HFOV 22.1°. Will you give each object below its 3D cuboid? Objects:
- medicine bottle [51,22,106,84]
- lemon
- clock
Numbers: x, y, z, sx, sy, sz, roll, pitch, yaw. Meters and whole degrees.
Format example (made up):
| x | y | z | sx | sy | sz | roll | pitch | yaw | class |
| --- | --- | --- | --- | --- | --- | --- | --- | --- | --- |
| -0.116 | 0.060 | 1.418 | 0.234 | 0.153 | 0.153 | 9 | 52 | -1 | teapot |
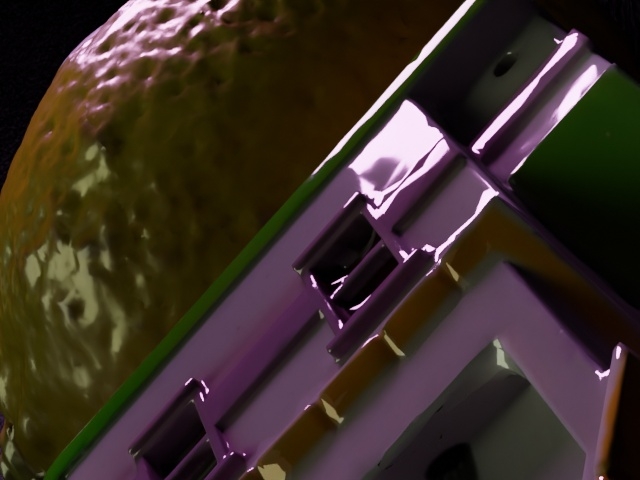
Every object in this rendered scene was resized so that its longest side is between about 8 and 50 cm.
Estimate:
| x | y | z | sx | sy | sz | roll | pitch | yaw | class |
| --- | --- | --- | --- | --- | --- | --- | --- | --- | --- |
| 0.004 | 0.018 | 0.950 | 0.256 | 0.256 | 0.325 | -104 | -3 | -63 | medicine bottle |
| 0.000 | 0.000 | 0.654 | 0.253 | 0.310 | 0.253 | 55 | 172 | 12 | lemon |
| 0.063 | 0.103 | 0.400 | 0.166 | 0.235 | 0.309 | 38 | -171 | -25 | clock |
